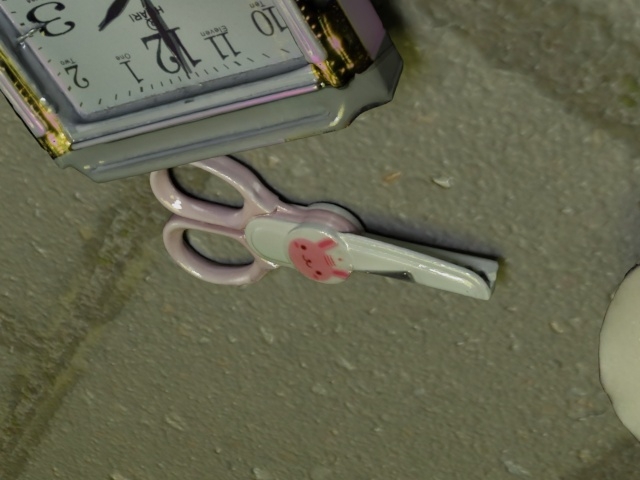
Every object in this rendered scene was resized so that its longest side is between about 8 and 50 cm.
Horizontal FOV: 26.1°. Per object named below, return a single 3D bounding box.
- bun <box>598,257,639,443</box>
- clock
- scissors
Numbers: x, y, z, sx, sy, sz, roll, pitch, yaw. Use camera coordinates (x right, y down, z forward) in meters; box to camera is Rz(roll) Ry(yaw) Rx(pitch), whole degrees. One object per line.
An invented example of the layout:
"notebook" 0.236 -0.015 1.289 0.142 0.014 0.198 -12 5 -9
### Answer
"bun" 0.254 0.060 0.786 0.172 0.120 0.173 19 121 35
"clock" -0.091 -0.138 0.780 0.253 0.083 0.186 -9 129 34
"scissors" 0.000 0.000 0.918 0.242 0.030 0.118 12 138 21
